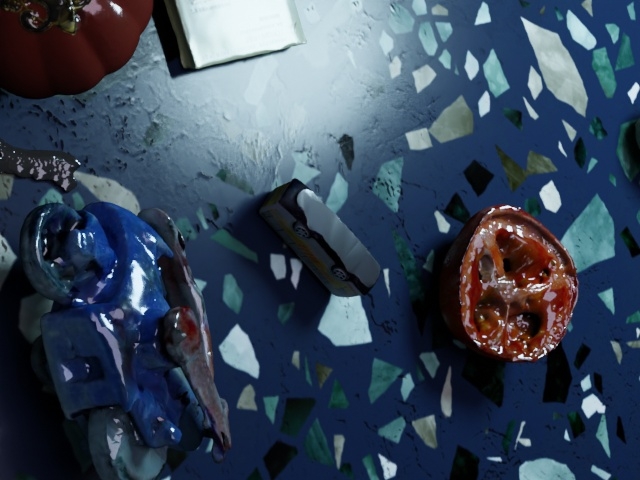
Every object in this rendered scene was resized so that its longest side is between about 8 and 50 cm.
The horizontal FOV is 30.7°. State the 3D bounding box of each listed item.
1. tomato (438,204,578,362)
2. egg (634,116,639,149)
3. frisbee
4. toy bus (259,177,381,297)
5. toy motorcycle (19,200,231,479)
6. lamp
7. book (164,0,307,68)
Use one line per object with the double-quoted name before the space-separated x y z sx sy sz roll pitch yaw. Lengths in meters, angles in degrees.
"tomato" 0.253 0.066 1.669 0.227 0.101 0.228 5 81 -33
"egg" 0.613 -0.192 2.017 0.131 0.131 0.164 66 28 -11
"frisbee" -0.336 -0.094 1.235 0.187 0.012 0.211 9 75 -41
"toy bus" 0.000 0.000 1.473 0.172 0.072 0.057 49 53 -22
"toy motorcycle" -0.214 0.099 1.231 0.181 0.241 0.319 -16 101 -2
"lamp" -0.282 -0.253 1.192 0.226 0.226 0.227 9 76 -40
"book" -0.131 -0.368 1.458 0.201 0.026 0.290 -22 96 -42
